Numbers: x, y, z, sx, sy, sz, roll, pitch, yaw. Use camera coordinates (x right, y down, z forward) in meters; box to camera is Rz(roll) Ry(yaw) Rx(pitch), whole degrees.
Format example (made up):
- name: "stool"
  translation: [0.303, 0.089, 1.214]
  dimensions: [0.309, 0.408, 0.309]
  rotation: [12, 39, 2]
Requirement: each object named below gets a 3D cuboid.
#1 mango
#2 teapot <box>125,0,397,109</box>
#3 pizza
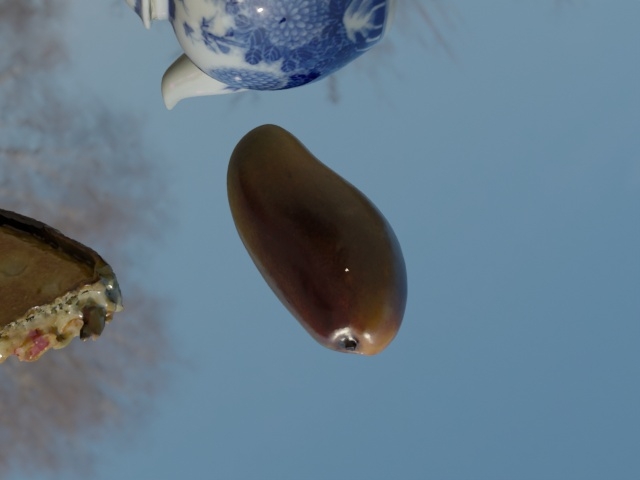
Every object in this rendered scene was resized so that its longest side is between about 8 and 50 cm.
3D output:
- name: "mango"
  translation: [0.000, 0.000, 1.827]
  dimensions: [0.133, 0.111, 0.267]
  rotation: [-28, -116, -10]
- name: "teapot"
  translation: [-0.074, -0.254, 1.580]
  dimensions: [0.280, 0.424, 0.252]
  rotation: [3, -129, -4]
- name: "pizza"
  translation: [-0.286, 0.071, 1.509]
  dimensions: [0.251, 0.074, 0.287]
  rotation: [-4, -135, 7]
